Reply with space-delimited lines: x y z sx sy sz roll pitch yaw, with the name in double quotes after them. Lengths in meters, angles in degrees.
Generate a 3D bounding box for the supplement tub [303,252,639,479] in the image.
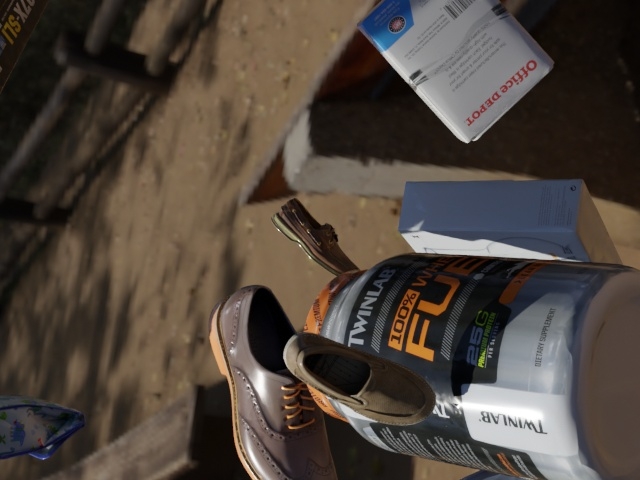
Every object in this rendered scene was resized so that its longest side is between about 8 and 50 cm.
0.145 0.110 1.104 0.316 0.193 0.194 2 80 44 "supplement tub"

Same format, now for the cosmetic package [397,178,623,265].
0.324 0.019 1.998 0.284 0.377 0.097 3 68 26 "cosmetic package"

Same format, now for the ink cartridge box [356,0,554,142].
0.167 -0.244 1.522 0.148 0.203 0.086 -42 9 3 "ink cartridge box"

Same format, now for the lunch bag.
-0.451 0.279 1.851 0.129 0.151 0.096 1 98 53 "lunch bag"

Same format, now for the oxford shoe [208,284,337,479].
-0.057 0.238 1.750 0.133 0.130 0.364 -36 76 59 "oxford shoe"

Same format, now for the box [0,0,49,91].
-0.516 -0.382 1.758 0.079 0.257 0.322 -3 51 26 "box"

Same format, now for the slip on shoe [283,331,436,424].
0.035 0.112 0.972 0.051 0.135 0.041 -62 16 -3 "slip on shoe"

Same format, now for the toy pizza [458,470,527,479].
0.177 0.321 1.432 0.201 0.201 0.032 -62 39 33 "toy pizza"

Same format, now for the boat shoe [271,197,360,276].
0.000 0.000 2.043 0.060 0.178 0.064 -50 -4 13 "boat shoe"
